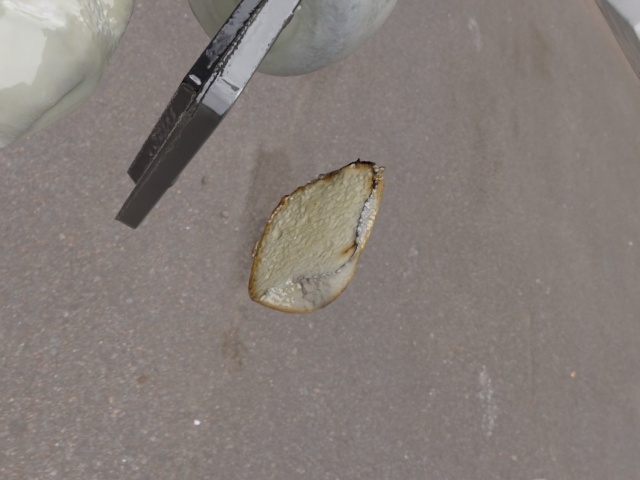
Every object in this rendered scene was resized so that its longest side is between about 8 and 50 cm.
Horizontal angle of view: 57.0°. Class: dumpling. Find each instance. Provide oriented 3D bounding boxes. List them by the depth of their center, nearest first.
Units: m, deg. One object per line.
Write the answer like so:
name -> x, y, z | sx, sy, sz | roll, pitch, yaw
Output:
dumpling -> -0.257, -0.168, 0.475 | 0.166, 0.216, 0.126 | 56, 0, -42

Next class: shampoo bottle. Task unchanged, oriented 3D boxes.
shampoo bottle -> -0.036, -0.419, 0.886 | 0.322, 0.322, 0.317 | 45, 47, -23

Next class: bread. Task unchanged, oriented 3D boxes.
bread -> 0.000, 0.000, 0.479 | 0.044, 0.126, 0.129 | 44, 47, -27

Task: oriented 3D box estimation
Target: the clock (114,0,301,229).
clock -> -0.114, -0.162, 0.617 | 0.049, 0.279, 0.273 | 34, 54, -17

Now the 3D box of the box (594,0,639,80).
box -> 0.309, -0.135, 0.441 | 0.203, 0.116, 0.274 | 49, 31, -14
